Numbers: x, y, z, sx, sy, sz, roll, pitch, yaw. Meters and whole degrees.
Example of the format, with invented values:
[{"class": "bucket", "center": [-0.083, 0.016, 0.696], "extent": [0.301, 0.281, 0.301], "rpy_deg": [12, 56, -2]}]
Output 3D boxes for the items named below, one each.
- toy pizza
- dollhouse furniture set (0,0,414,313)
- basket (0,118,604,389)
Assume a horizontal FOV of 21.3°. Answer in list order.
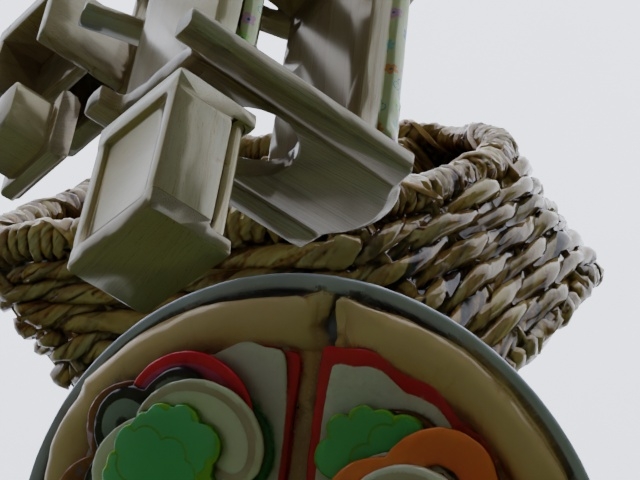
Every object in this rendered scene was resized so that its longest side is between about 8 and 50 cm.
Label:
[{"class": "toy pizza", "center": [-0.011, 0.110, 0.504], "extent": [0.201, 0.032, 0.201], "rpy_deg": [0, -89, 24]}, {"class": "dollhouse furniture set", "center": [-0.050, -0.021, 0.586], "extent": [0.101, 0.182, 0.161], "rpy_deg": [32, -45, -27]}, {"class": "basket", "center": [0.000, 0.000, 0.882], "extent": [0.213, 0.299, 0.223], "rpy_deg": [-39, -93, 21]}]
